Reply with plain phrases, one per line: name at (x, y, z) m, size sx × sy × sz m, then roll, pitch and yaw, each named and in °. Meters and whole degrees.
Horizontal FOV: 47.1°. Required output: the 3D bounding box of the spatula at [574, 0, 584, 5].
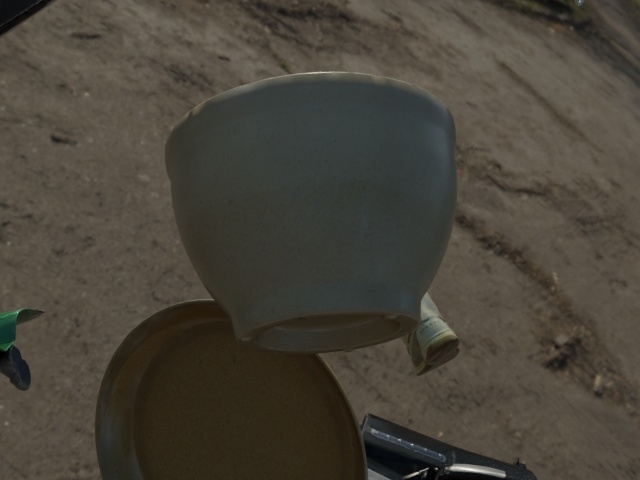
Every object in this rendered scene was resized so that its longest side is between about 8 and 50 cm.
spatula at (0.415, -0.489, 1.094) m, size 0.019 × 0.168 × 0.242 m, roll 44°, pitch -10°, yaw 50°

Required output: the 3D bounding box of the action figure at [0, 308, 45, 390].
action figure at (-0.311, 0.092, 0.466) m, size 0.232 × 0.064 × 0.137 m, roll -3°, pitch 15°, yaw 6°

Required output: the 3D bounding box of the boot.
boot at (0.147, 0.123, 1.167) m, size 0.165 × 0.077 × 0.213 m, roll 59°, pitch -6°, yaw 20°

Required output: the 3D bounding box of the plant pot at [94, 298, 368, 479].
plant pot at (-0.069, 0.159, 0.560) m, size 0.236 × 0.236 × 0.032 m, roll 45°, pitch 21°, yaw 14°

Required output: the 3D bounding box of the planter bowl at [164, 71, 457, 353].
planter bowl at (0.000, 0.000, 0.396) m, size 0.162 × 0.162 × 0.109 m, roll 10°, pitch 65°, yaw -38°

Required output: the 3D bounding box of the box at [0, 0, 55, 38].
box at (-0.316, -0.235, 0.431) m, size 0.307 × 0.242 × 0.076 m, roll 58°, pitch -2°, yaw -21°

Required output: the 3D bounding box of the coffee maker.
coffee maker at (0.106, 0.248, 0.701) m, size 0.178 × 0.120 × 0.171 m, roll 18°, pitch -3°, yaw 9°
